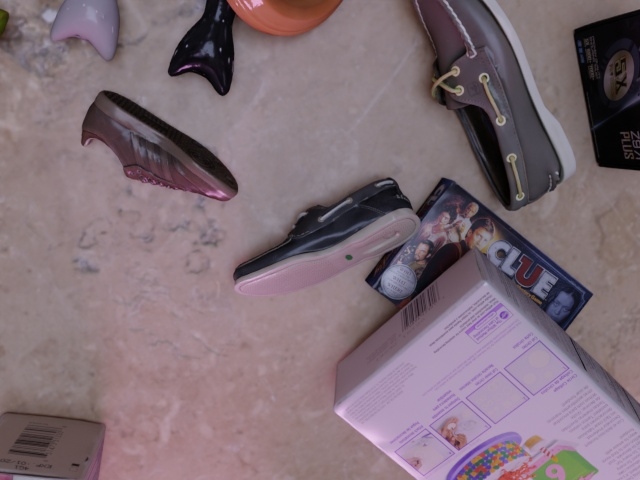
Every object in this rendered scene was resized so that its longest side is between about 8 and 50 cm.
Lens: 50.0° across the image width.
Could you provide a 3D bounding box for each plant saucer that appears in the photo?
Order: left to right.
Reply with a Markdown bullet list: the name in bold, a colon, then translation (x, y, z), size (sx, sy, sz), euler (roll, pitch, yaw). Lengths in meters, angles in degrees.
- **plant saucer**: translation (-0.022, -0.315, 0.723), size (0.200, 0.037, 0.200), euler (-24, 130, -33)

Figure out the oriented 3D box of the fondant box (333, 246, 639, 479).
- **fondant box**: translation (0.213, 0.205, 0.829), size (0.330, 0.096, 0.238), euler (42, 110, -12)

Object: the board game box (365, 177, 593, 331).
- **board game box**: translation (0.201, 0.059, 0.868), size (0.243, 0.042, 0.165), euler (36, 92, -12)

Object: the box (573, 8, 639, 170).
- **box**: translation (0.381, -0.178, 0.804), size (0.077, 0.147, 0.180), euler (-16, 101, -6)

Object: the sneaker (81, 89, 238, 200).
- **sneaker**: translation (-0.185, -0.092, 0.788), size (0.188, 0.066, 0.071), euler (36, 109, -6)

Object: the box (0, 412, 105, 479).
- **box**: translation (-0.334, 0.337, 0.781), size (0.126, 0.148, 0.233), euler (10, 97, -9)

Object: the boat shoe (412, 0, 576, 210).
- **boat shoe**: translation (0.187, -0.174, 0.797), size (0.091, 0.109, 0.305), euler (-36, 106, -6)

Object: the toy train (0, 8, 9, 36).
- **toy train**: translation (-0.394, -0.246, 0.709), size (0.143, 0.105, 0.248), euler (34, 93, -19)

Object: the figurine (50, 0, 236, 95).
- **figurine**: translation (-0.174, -0.285, 0.743), size (0.214, 0.092, 0.210), euler (14, 101, -9)

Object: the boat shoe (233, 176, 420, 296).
- **boat shoe**: translation (0.000, 0.000, 0.825), size (0.233, 0.084, 0.079), euler (-25, 62, 4)
